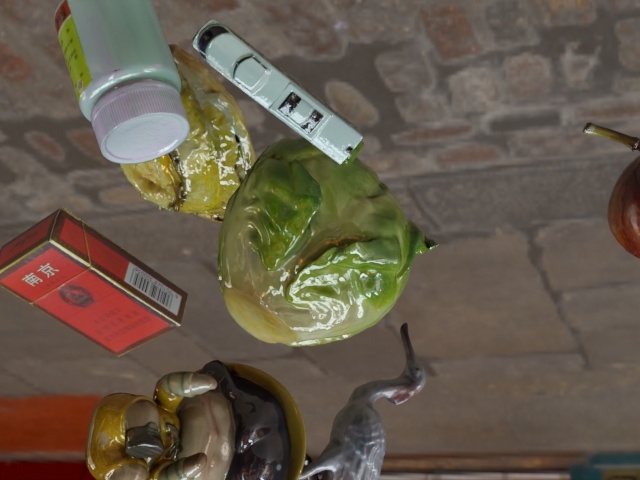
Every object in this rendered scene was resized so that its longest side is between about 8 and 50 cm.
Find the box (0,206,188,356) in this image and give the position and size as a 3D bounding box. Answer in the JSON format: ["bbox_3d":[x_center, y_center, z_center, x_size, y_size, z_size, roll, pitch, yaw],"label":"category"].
[{"bbox_3d":[-0.332,0.066,1.541,0.153,0.074,0.240,-24,130,38],"label":"box"}]

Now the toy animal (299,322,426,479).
[{"bbox_3d":[0.052,0.278,1.552,0.324,0.195,0.090,-33,160,-11],"label":"toy animal"}]

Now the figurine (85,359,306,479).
[{"bbox_3d":[-0.141,0.224,1.187,0.167,0.192,0.257,3,167,45],"label":"figurine"}]

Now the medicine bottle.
[{"bbox_3d":[-0.265,-0.228,1.429,0.139,0.225,0.139,-19,158,-8],"label":"medicine bottle"}]

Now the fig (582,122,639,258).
[{"bbox_3d":[0.552,-0.083,1.714,0.186,0.204,0.249,-18,114,5],"label":"fig"}]

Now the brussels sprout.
[{"bbox_3d":[-0.002,-0.001,1.410,0.259,0.294,0.227,38,163,-6],"label":"brussels sprout"}]

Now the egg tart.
[{"bbox_3d":[-0.256,-0.166,1.817,0.132,0.345,0.345,-35,177,-33],"label":"egg tart"}]

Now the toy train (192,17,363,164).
[{"bbox_3d":[-0.046,-0.159,1.137,0.207,0.047,0.043,36,103,-20],"label":"toy train"}]
